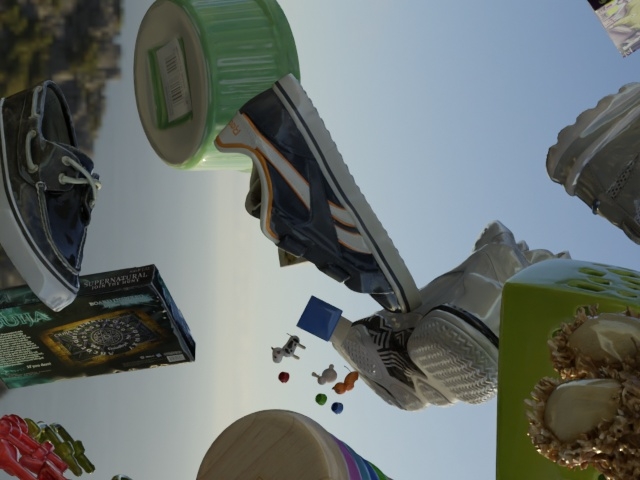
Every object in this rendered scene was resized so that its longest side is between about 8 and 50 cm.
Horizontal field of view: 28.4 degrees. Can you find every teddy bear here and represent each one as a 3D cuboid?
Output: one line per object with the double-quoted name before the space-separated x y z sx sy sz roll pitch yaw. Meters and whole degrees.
"teddy bear" 0.292 0.170 0.868 0.245 0.338 0.113 -82 -165 -59

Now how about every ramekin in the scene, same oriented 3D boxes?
"ramekin" -0.172 -0.249 1.972 0.303 0.148 0.303 19 -67 54

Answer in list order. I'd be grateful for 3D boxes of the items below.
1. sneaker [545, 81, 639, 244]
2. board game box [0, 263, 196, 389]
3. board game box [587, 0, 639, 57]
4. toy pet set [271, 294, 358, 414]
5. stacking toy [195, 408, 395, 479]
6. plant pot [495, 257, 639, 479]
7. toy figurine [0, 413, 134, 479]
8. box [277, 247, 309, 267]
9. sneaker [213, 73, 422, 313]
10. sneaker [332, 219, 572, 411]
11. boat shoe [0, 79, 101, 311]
"sneaker" 0.320 -0.101 1.005 0.115 0.281 0.105 53 0 20
"board game box" -0.220 0.080 1.152 0.126 0.186 0.026 72 12 -49
"board game box" 0.497 -0.366 1.829 0.056 0.208 0.347 58 16 13
"toy pet set" -0.010 0.130 1.524 0.122 0.065 0.114 21 -98 48
"stacking toy" 0.019 0.254 1.164 0.330 0.141 0.141 38 46 -59
"plant pot" 0.288 0.141 1.158 0.227 0.207 0.228 -13 106 -67
"toy figurine" -0.237 0.278 1.002 0.217 0.191 0.362 -54 179 -8
"box" 0.000 0.000 1.834 0.324 0.067 0.063 165 -82 -75
"sneaker" -0.005 -0.028 1.456 0.321 0.127 0.126 57 -1 -21
"sneaker" 0.165 0.096 1.565 0.137 0.210 0.366 50 -22 -11
"boat shoe" -0.206 -0.043 0.949 0.078 0.070 0.219 53 10 -49
